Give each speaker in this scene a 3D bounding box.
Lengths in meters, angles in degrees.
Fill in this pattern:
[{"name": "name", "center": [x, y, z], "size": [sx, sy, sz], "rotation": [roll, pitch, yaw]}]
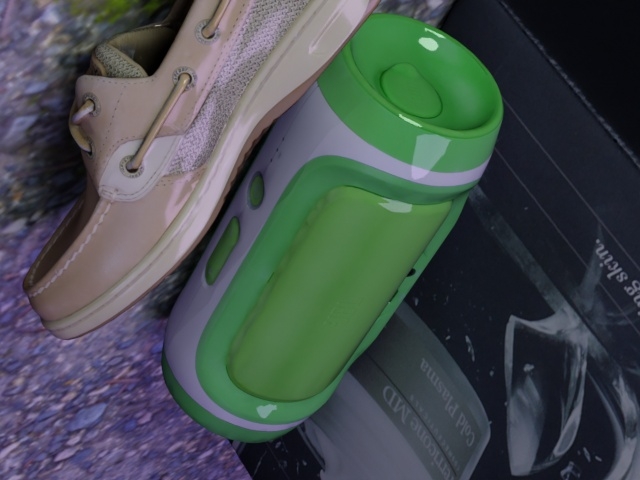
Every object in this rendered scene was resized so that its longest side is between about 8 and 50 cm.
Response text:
[{"name": "speaker", "center": [0.000, 0.000, 0.997], "size": [0.131, 0.131, 0.296], "rotation": [-11, 145, -41]}]

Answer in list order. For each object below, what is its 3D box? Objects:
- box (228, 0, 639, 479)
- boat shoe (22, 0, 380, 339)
[{"name": "box", "center": [0.226, 0.134, 1.093], "size": [0.297, 0.480, 0.472], "rotation": [-11, 145, -38]}, {"name": "boat shoe", "center": [-0.081, -0.074, 0.819], "size": [0.098, 0.109, 0.302], "rotation": [31, 117, -20]}]
